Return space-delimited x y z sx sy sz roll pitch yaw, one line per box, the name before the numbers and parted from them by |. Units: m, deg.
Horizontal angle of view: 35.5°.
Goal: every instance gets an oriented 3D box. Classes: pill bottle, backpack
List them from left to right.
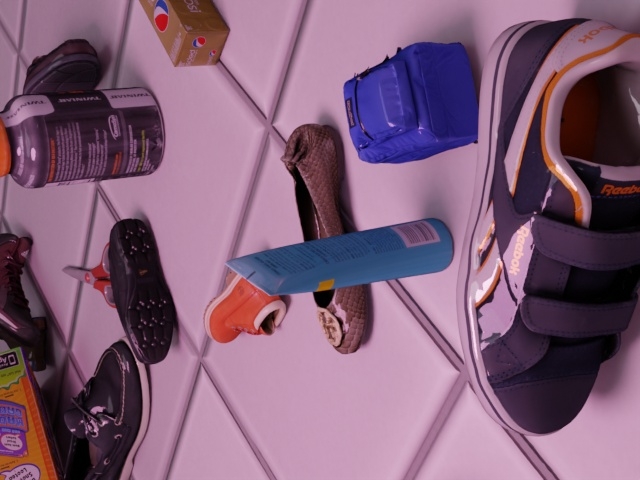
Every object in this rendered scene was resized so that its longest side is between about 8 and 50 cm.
pill bottle | -0.353 -0.141 1.385 0.130 0.245 0.130 19 114 53
backpack | 0.069 -0.121 0.892 0.120 0.101 0.098 -15 79 60

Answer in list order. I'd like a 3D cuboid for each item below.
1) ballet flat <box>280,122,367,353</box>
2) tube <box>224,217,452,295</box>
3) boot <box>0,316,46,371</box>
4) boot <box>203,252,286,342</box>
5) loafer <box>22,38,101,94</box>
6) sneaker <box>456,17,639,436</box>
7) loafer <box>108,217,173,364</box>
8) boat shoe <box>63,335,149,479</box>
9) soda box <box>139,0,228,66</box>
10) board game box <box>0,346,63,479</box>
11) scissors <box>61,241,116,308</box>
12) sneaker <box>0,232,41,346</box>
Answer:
ballet flat | 0.000 0.000 1.062 0.084 0.058 0.250 -3 96 57
tube | 0.024 0.017 0.896 0.080 0.207 0.052 23 116 54
boot | -0.611 0.213 2.016 0.219 0.082 0.106 -12 86 55
boot | -0.093 0.095 1.231 0.084 0.059 0.158 58 140 23
loafer | -0.436 -0.261 1.613 0.302 0.109 0.095 -33 67 58
sneaker | 0.181 0.000 0.730 0.127 0.126 0.321 15 109 60
loafer | -0.268 0.078 1.477 0.078 0.076 0.223 -42 58 58
boat shoe | -0.366 0.299 1.639 0.127 0.113 0.340 54 139 32
soda box | -0.183 -0.300 1.255 0.181 0.061 0.058 61 142 27
board game box | -0.654 0.448 1.811 0.356 0.356 0.356 116 136 -67
scissors | -0.384 0.073 1.691 0.297 0.021 0.109 -18 85 55
sneaker | -0.595 0.072 1.919 0.281 0.162 0.106 35 163 27
